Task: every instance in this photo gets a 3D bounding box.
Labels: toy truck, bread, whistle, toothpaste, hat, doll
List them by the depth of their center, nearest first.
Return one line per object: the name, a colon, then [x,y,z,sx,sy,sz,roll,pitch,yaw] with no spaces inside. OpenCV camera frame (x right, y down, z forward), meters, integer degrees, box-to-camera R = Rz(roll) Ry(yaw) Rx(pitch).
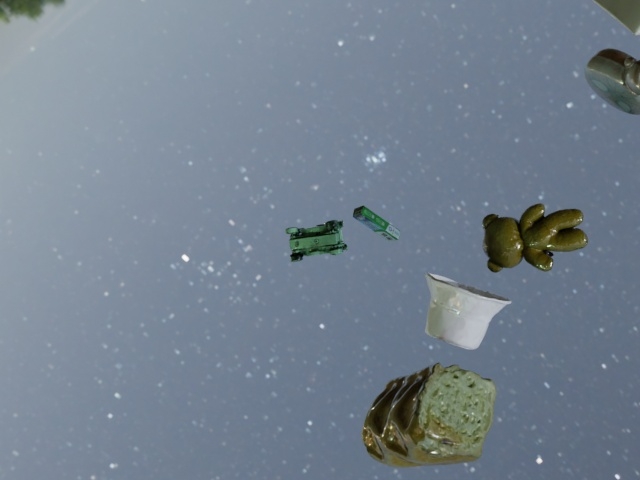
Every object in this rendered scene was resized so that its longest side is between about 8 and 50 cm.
whistle: [0.418,-0.216,1.098,0.057,0.107,0.220,-50,-174,3]
toothpaste: [0.084,-0.024,1.235,0.020,0.083,0.017,-19,-131,44]
bread: [0.221,0.358,1.685,0.252,0.239,0.196,-35,-128,54]
doll: [0.434,-0.006,1.687,0.210,0.137,0.097,-8,-177,23]
hat: [0.287,0.151,1.725,0.203,0.203,0.126,22,-86,61]
toy truck: [-0.001,0.000,1.879,0.154,0.080,0.078,-10,178,34]

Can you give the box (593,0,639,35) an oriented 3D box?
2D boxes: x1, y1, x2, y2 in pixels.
box: [0.484,-0.426,1.002,0.143,0.225,0.341,50,-50,27]
